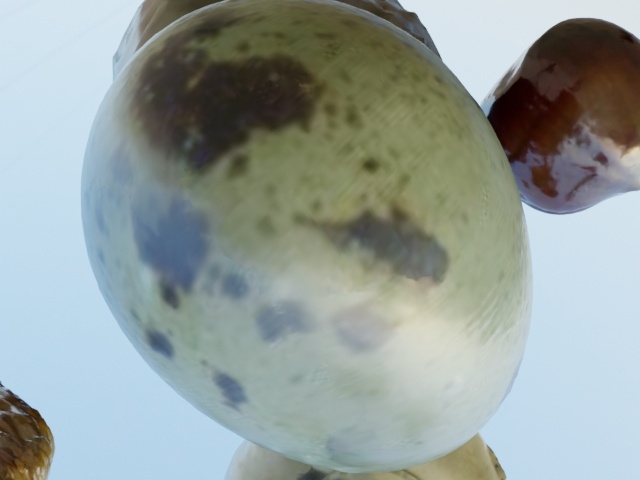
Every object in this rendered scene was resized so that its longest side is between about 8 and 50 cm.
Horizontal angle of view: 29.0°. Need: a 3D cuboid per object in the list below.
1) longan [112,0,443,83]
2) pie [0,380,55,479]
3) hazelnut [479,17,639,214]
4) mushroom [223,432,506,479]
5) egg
[{"bbox_3d":[-0.041,-0.147,1.379,0.391,0.391,0.391,18,-159,-7],"label":"longan"},{"bbox_3d":[-0.252,0.086,0.506,0.315,0.092,0.315,11,-176,-1],"label":"pie"},{"bbox_3d":[0.304,-0.142,1.438,0.229,0.229,0.229,18,-159,-7],"label":"hazelnut"},{"bbox_3d":[0.021,0.293,1.273,0.356,0.315,0.315,12,-159,-42],"label":"mushroom"},{"bbox_3d":[0.000,0.000,1.026,0.428,0.345,0.345,47,-165,-18],"label":"egg"}]
